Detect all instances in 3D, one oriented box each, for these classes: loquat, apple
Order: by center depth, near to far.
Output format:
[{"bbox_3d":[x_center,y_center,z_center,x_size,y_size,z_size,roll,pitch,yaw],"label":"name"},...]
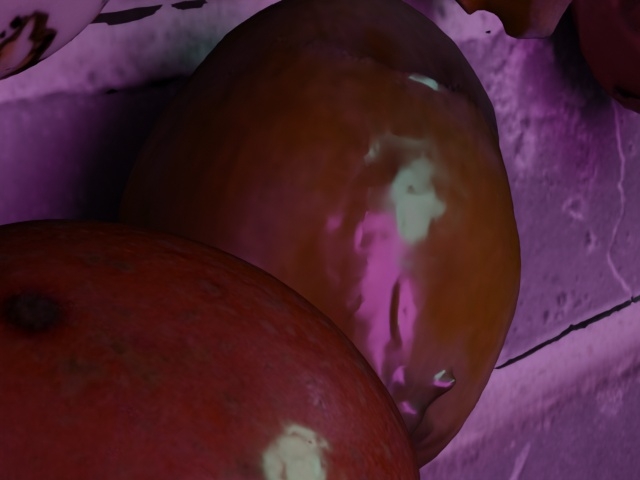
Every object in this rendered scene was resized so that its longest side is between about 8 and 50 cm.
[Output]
[{"bbox_3d":[-0.093,0.114,0.556,0.253,0.253,0.254,-4,95,-49],"label":"apple"},{"bbox_3d":[0.000,0.000,0.727,0.179,0.179,0.227,18,72,-48],"label":"loquat"}]

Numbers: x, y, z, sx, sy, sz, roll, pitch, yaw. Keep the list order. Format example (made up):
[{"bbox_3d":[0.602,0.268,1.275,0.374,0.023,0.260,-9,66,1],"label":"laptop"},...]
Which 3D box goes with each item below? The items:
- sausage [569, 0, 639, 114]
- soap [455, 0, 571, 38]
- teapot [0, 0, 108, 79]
[{"bbox_3d":[0.208,-0.195,0.975,0.152,0.152,0.280,-36,119,-42],"label":"sausage"},{"bbox_3d":[0.037,-0.277,0.758,0.338,0.169,0.304,10,75,-49],"label":"soap"},{"bbox_3d":[-0.124,-0.164,0.594,0.299,0.166,0.208,-20,96,-36],"label":"teapot"}]
